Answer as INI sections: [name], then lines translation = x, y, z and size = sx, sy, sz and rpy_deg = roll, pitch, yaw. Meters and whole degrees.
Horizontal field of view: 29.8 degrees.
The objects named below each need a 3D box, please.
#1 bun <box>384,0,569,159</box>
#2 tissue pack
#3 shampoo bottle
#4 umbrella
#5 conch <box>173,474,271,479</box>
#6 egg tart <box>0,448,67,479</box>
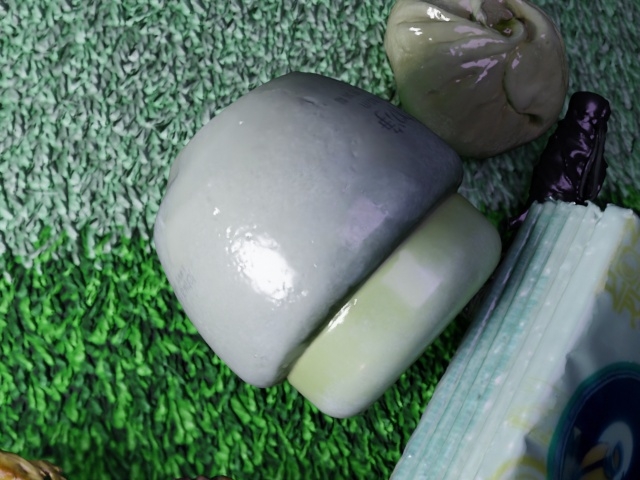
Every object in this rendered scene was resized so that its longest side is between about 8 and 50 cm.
[bun]
translation = 0.201, -0.228, 1.498
size = 0.259, 0.160, 0.259
rpy_deg = 6, 72, -19
[tissue pack]
translation = 0.248, 0.192, 1.233
size = 0.287, 0.162, 0.388
rpy_deg = 44, 68, -38
[shampoo bottle]
translation = 0.000, 0.000, 1.252
size = 0.317, 0.322, 0.322
rpy_deg = 40, 62, 8
[umbrella]
translation = 0.285, -0.032, 1.464
size = 0.113, 0.106, 0.358
rpy_deg = 31, 69, -17
[conch]
translation = -0.059, 0.295, 1.265
size = 0.232, 0.080, 0.086
rpy_deg = 18, 77, -40
[egg tart]
translation = -0.348, 0.324, 1.130
size = 0.290, 0.107, 0.291
rpy_deg = 6, 74, -20
